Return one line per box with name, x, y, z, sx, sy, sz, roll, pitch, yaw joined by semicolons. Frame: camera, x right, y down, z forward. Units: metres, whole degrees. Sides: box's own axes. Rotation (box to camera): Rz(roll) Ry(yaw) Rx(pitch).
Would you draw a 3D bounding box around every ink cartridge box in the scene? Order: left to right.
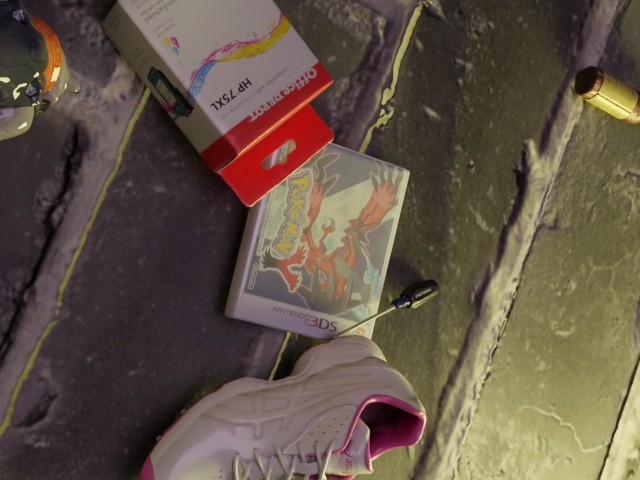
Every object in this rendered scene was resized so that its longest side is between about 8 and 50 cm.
ink cartridge box;-0.086;-0.164;1.502;0.134;0.078;0.231;-41;95;-24

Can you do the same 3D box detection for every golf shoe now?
golf shoe;-0.031;0.197;1.531;0.306;0.140;0.115;-26;131;-27

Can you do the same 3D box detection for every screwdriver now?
screwdriver;0.069;0.072;1.643;0.170;0.024;0.025;-18;121;-46

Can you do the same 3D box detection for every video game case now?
video game case;0.000;0.000;1.607;0.183;0.023;0.201;17;84;-38

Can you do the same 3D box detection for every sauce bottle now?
sauce bottle;0.356;-0.162;1.823;0.128;0.042;0.042;27;78;-31

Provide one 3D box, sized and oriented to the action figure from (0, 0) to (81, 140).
action figure;-0.318;-0.097;1.314;0.330;0.178;0.341;-32;112;-58
